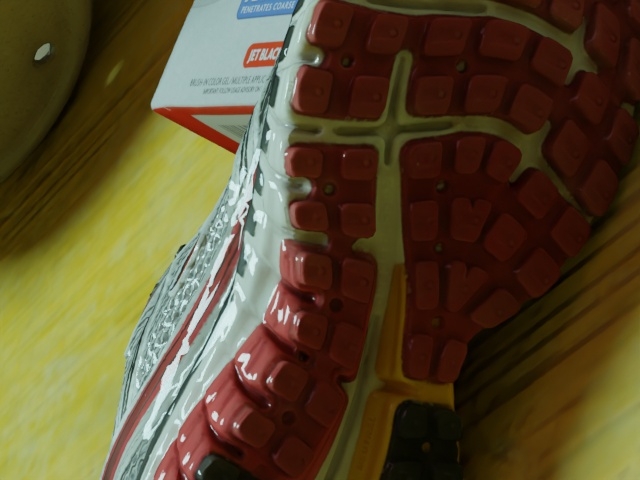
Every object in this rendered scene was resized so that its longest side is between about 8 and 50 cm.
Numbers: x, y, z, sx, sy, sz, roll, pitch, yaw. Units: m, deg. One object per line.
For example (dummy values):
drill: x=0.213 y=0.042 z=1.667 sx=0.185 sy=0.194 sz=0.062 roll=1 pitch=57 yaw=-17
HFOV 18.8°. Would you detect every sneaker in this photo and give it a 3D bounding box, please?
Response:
sneaker: x=0.000 y=0.000 z=0.460 sx=0.225 sy=0.088 sz=0.092 roll=-64 pitch=26 yaw=-2

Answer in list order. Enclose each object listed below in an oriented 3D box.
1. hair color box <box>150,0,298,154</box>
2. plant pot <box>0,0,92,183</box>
hair color box: x=0.020 y=-0.103 z=0.551 sx=0.093 sy=0.053 sz=0.167 roll=5 pitch=70 yaw=62
plant pot: x=-0.201 y=-0.108 z=0.757 sx=0.191 sy=0.284 sz=0.284 roll=40 pitch=105 yaw=27
